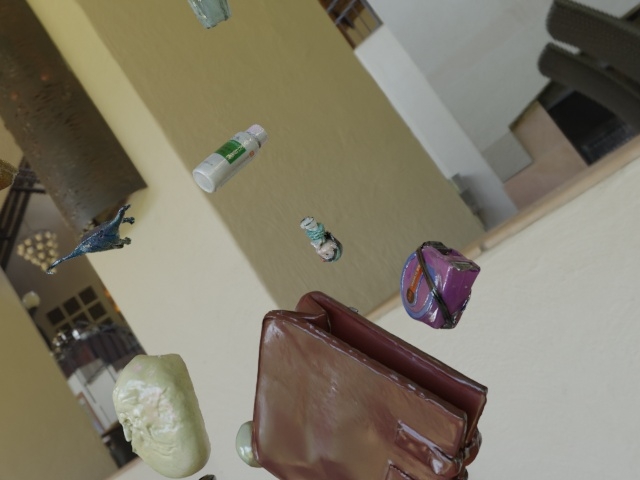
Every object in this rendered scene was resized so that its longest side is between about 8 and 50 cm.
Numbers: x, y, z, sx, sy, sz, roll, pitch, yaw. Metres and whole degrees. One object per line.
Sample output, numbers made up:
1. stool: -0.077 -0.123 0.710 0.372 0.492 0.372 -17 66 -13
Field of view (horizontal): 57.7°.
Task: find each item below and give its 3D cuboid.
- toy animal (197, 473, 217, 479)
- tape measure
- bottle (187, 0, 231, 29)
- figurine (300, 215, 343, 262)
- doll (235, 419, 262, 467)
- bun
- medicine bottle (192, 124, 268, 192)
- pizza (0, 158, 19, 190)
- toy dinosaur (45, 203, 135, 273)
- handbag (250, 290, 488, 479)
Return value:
1. toy animal: -0.274 0.561 1.123 0.185 0.122 0.298 -49 -20 -40
2. tape measure: 0.172 0.067 0.847 0.075 0.125 0.118 5 -67 -20
3. bottle: -0.287 -0.605 1.277 0.083 0.269 0.083 -21 27 11
4. figurine: 0.000 0.000 1.119 0.060 0.106 0.047 -10 36 45
5. doll: -0.012 0.271 1.036 0.234 0.174 0.330 -65 -4 27
6. bun: -0.436 0.469 1.581 0.213 0.360 0.361 -17 -12 -18
7. medicine bottle: -0.265 -0.252 1.756 0.260 0.095 0.095 -45 -1 -30
8. pizza: -0.869 -0.153 1.324 0.269 0.087 0.258 -28 -14 -12
9. toy dinosaur: -0.618 -0.008 1.636 0.363 0.076 0.147 -31 -10 22
10. handbag: 0.040 0.222 0.677 0.084 0.276 0.259 -19 -56 -47
